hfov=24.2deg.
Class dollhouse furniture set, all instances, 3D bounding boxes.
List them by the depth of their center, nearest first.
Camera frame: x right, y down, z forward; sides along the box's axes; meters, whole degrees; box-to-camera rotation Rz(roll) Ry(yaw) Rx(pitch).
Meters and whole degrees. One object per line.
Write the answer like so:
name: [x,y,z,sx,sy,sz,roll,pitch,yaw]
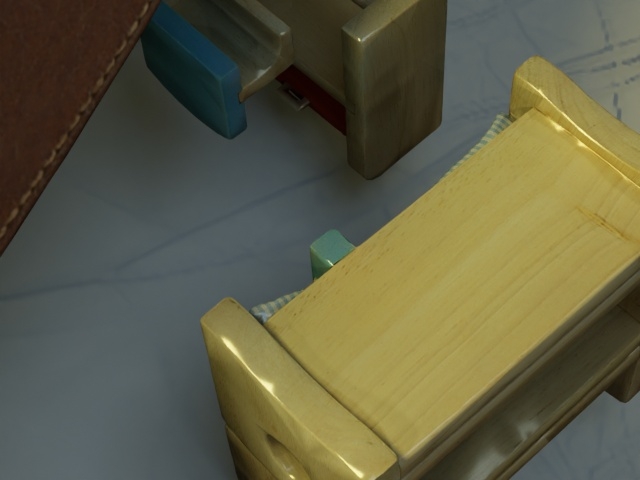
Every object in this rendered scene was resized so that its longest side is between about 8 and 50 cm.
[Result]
dollhouse furniture set: [0.000,0.000,0.471,0.129,0.129,0.183,-38,63,-20]

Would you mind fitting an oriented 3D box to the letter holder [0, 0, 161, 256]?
letter holder: [-0.117,-0.061,0.372,0.152,0.214,0.302,16,69,36]
